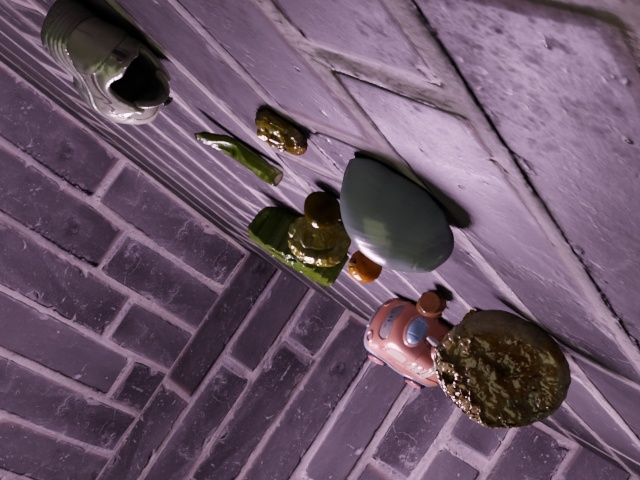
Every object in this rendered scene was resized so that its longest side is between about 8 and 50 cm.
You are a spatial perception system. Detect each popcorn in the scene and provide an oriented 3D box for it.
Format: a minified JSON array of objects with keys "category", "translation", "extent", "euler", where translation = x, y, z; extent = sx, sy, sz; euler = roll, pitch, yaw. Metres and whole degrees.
[{"category":"popcorn","translation":[0.000,0.000,1.997],"extent":[0.162,0.141,0.135],"euler":[92,161,-51]}]

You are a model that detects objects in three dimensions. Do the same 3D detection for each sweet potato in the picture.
[{"category":"sweet potato","translation":[0.263,0.153,2.178],"extent":[0.067,0.059,0.281],"euler":[-2,173,4]}]

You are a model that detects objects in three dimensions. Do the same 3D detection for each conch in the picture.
[{"category":"conch","translation":[0.114,-0.034,1.409],"extent":[0.221,0.121,0.185],"euler":[41,141,-21]}]

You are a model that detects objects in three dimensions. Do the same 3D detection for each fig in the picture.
[{"category":"fig","translation":[0.000,-0.065,1.822],"extent":[0.074,0.074,0.088],"euler":[41,-169,-48]}]

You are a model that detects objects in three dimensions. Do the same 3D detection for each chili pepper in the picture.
[{"category":"chili pepper","translation":[-0.167,-0.178,1.893],"extent":[0.202,0.050,0.052],"euler":[31,157,0]}]

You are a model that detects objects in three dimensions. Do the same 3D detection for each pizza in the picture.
[{"category":"pizza","translation":[-0.071,-0.175,1.515],"extent":[0.099,0.036,0.160],"euler":[36,173,-21]}]

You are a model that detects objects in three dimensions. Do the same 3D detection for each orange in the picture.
[{"category":"orange","translation":[0.106,0.062,2.168],"extent":[0.083,0.083,0.083],"euler":[33,173,4]}]

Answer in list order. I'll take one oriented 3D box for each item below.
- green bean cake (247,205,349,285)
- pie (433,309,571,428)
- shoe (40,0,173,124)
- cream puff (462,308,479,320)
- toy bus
[{"category":"green bean cake","translation":[-0.065,0.012,2.433],"extent":[0.222,0.125,0.248],"euler":[30,172,32]},{"category":"pie","translation":[0.360,0.260,1.827],"extent":[0.274,0.274,0.055],"euler":[33,-150,1]},{"category":"shoe","translation":[-0.346,-0.281,1.648],"extent":[0.210,0.132,0.342],"euler":[33,170,24]},{"category":"cream puff","translation":[0.355,0.188,2.035],"extent":[0.083,0.083,0.058],"euler":[24,-140,-14]},{"category":"toy bus","translation":[0.278,0.293,2.592],"extent":[0.288,0.194,0.232],"euler":[35,165,-10]}]
